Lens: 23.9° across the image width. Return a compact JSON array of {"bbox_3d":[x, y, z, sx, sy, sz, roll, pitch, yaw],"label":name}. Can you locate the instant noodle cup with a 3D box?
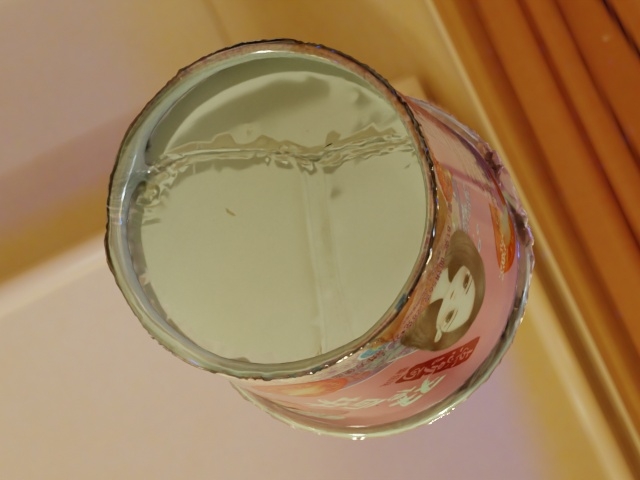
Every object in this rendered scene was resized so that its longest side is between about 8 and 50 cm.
[{"bbox_3d":[0.000,0.000,0.929,0.243,0.243,0.231,-25,167,9],"label":"instant noodle cup"}]
